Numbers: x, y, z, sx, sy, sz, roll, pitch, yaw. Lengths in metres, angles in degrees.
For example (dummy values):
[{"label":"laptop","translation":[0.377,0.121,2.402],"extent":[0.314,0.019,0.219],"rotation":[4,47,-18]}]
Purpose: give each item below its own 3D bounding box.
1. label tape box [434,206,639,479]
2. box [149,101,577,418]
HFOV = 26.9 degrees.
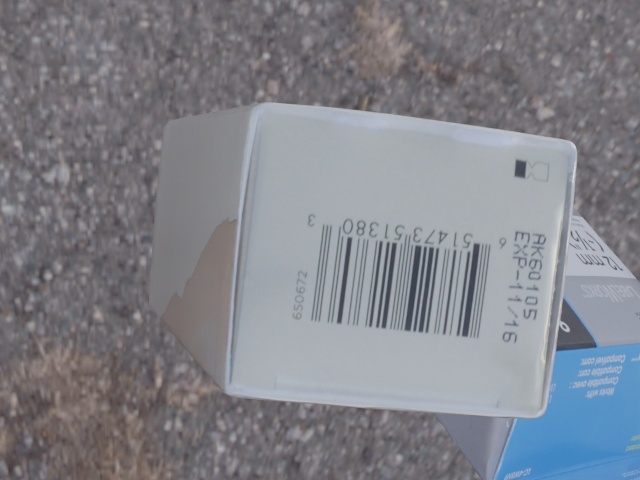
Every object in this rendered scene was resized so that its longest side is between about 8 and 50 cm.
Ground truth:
[{"label":"label tape box","translation":[0.168,0.069,1.055],"extent":[0.249,0.115,0.347],"rotation":[2,42,-51]},{"label":"box","translation":[0.000,0.000,0.689],"extent":[0.148,0.311,0.121],"rotation":[6,92,-12]}]
